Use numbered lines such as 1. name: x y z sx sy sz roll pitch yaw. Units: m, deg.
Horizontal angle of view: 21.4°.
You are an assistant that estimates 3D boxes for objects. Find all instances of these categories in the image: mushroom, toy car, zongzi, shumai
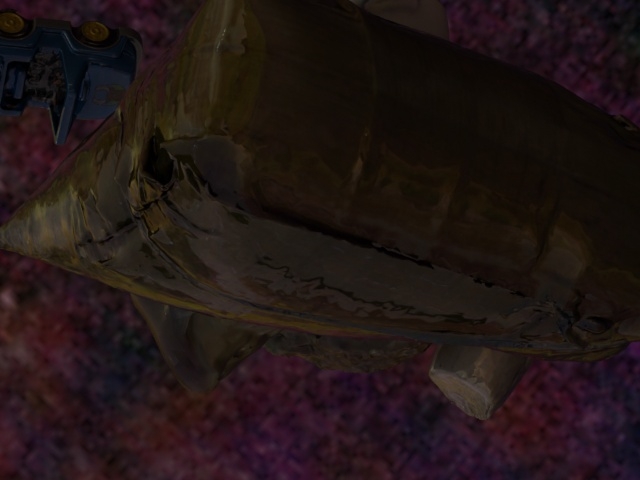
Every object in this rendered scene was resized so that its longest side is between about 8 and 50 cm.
1. mushroom: 0.180 0.059 1.459 0.081 0.223 0.092 3 130 49
2. toy car: -0.269 -0.156 1.650 0.191 0.100 0.097 3 142 -17
3. zongzi: 0.000 0.000 0.988 0.323 0.160 0.360 23 153 -24
4. shumai: -0.015 0.007 1.355 0.222 0.204 0.272 49 118 29

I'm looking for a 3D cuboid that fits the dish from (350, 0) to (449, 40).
1. dish: -0.012 -0.072 1.088 0.236 0.228 0.086 112 139 -71
